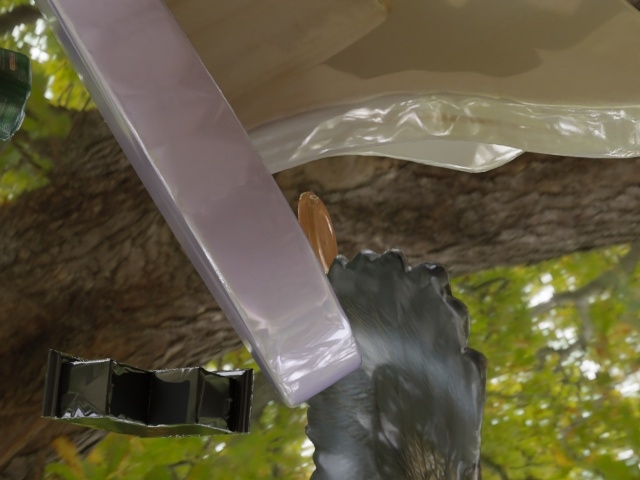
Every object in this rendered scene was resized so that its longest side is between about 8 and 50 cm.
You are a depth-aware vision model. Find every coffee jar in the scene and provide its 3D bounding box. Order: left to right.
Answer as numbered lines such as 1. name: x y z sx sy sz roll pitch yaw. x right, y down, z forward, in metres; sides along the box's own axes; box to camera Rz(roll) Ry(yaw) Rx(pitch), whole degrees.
1. coffee jar: -0.384 -0.167 1.244 0.184 0.079 0.096 16 -147 -25

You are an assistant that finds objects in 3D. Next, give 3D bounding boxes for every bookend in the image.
1. bookend: -0.180 0.160 1.319 0.157 0.156 0.072 25 -117 -51

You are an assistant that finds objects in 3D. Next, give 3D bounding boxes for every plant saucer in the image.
1. plant saucer: 0.000 0.000 1.039 0.013 0.083 0.083 -12 -108 13

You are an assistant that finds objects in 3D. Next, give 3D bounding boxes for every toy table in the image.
1. toy table: -0.010 -0.088 0.447 0.161 0.252 0.274 -30 -118 -6

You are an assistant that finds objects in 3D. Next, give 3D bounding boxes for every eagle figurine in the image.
1. eagle figurine: 0.070 0.168 0.579 0.226 0.225 0.298 14 -77 -47
